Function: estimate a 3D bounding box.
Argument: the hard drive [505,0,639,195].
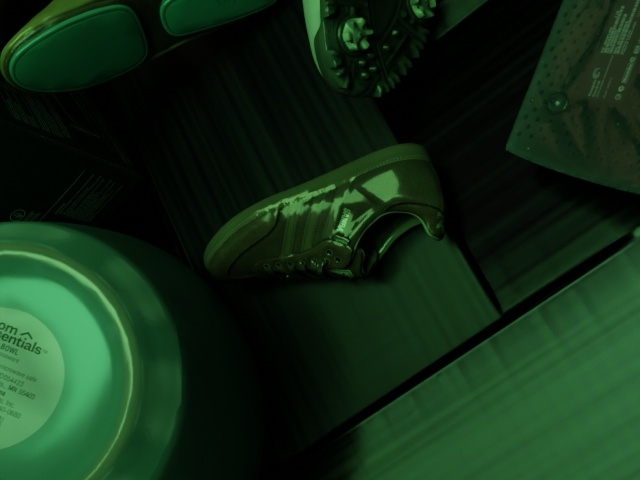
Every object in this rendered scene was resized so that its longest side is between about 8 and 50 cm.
[{"bbox_3d":[0.227,-0.098,0.639,0.255,0.054,0.172,21,90,57],"label":"hard drive"}]

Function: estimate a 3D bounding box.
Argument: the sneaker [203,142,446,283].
[{"bbox_3d":[0.000,0.000,0.793,0.188,0.066,0.071,-28,67,23],"label":"sneaker"}]

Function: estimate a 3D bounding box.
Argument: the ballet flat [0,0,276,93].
[{"bbox_3d":[-0.140,-0.179,0.878,0.232,0.080,0.073,-21,50,-13],"label":"ballet flat"}]

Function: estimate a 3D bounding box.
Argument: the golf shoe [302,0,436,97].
[{"bbox_3d":[0.014,-0.221,0.834,0.120,0.105,0.272,-18,64,45],"label":"golf shoe"}]

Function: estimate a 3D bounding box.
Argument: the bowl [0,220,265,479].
[{"bbox_3d":[-0.194,0.112,0.748,0.312,0.163,0.311,0,71,0],"label":"bowl"}]

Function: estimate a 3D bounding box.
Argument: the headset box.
[{"bbox_3d":[-0.327,-0.040,0.871,0.246,0.283,0.131,-46,60,15],"label":"headset box"}]

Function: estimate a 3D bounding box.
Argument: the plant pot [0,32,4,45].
[{"bbox_3d":[-0.385,-0.260,0.920,0.236,0.236,0.212,13,95,22],"label":"plant pot"}]
